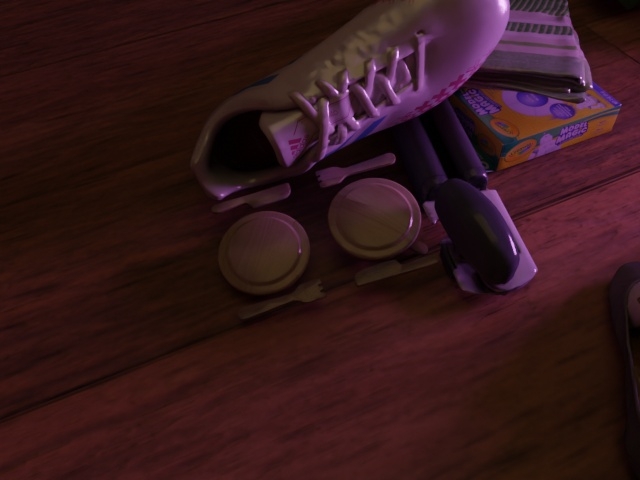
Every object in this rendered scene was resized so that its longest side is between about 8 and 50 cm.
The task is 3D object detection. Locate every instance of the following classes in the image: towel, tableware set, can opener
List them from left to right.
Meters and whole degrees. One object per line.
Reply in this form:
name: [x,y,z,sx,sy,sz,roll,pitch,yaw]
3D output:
tableware set: [0.000,0.000,0.582,0.194,0.039,0.128,-17,63,-4]
can opener: [0.128,-0.076,0.598,0.076,0.095,0.284,-13,58,-6]
towel: [0.183,-0.253,0.740,0.247,0.038,0.325,10,38,10]

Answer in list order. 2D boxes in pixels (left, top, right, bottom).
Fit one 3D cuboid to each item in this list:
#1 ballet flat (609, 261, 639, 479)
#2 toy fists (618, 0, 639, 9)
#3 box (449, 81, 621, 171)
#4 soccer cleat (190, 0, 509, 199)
ballet flat: [0.272,0.086,0.475,0.072,0.068,0.213,10,51,10]
toy fists: [0.430,-0.455,0.857,0.096,0.142,0.279,24,42,-28]
box: [0.225,-0.141,0.686,0.179,0.043,0.105,-21,52,-13]
soccer cleat: [0.021,-0.129,0.566,0.331,0.116,0.143,-26,21,23]
